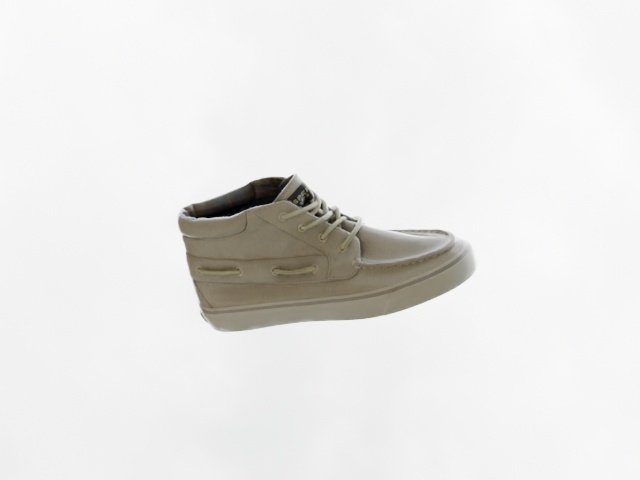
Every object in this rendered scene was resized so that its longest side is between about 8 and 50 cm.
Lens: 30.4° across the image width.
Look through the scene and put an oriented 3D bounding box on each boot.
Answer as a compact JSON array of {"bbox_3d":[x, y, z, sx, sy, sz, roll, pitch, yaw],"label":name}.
[{"bbox_3d":[0.000,0.000,1.035,0.258,0.095,0.123,-11,-66,12],"label":"boot"}]
